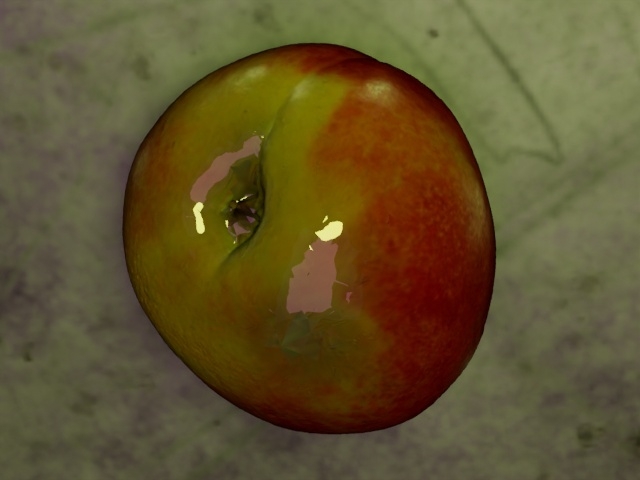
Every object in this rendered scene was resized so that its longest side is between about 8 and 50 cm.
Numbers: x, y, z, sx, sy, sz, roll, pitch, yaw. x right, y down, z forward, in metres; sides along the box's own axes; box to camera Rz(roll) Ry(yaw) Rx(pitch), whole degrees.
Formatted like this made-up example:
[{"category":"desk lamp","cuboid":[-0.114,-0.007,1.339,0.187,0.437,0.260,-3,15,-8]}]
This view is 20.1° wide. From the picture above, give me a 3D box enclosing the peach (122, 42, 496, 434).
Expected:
[{"category":"peach","cuboid":[0.000,0.000,0.892,0.190,0.192,0.190,-4,77,19]}]
